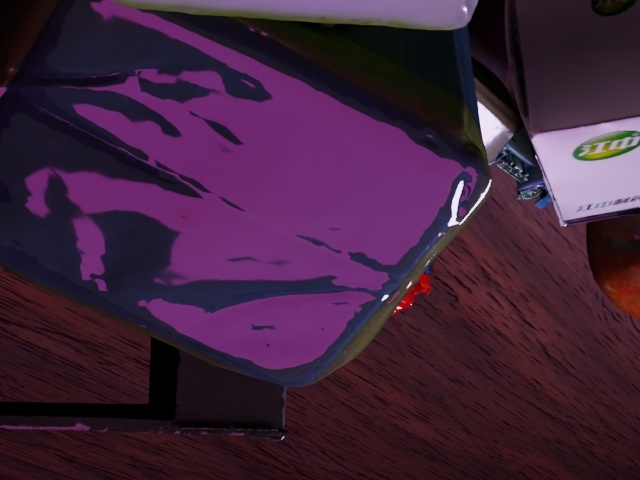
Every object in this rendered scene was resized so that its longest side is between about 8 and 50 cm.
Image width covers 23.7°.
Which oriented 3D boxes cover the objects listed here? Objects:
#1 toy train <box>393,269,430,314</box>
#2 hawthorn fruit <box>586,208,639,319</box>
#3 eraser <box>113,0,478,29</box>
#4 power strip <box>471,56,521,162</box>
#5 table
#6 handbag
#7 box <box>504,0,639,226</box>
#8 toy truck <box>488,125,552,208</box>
[{"bbox_3d":[0.000,0.000,1.396,0.204,0.131,0.082,18,155,-23],"label":"toy train"},{"bbox_3d":[0.346,-0.025,1.317,0.210,0.211,0.262,-20,179,31],"label":"hawthorn fruit"},{"bbox_3d":[-0.023,-0.234,0.639,0.210,0.274,0.092,2,165,-13],"label":"eraser"},{"bbox_3d":[0.037,-0.147,1.036,0.066,0.092,0.387,-43,140,11],"label":"power strip"},{"bbox_3d":[-0.177,0.021,1.175,0.282,0.251,0.196,3,178,-16],"label":"table"},{"bbox_3d":[-0.051,-0.090,0.793,0.263,0.241,0.222,23,124,-14],"label":"handbag"},{"bbox_3d":[0.314,-0.130,1.118,0.332,0.145,0.173,-10,159,13],"label":"box"},{"bbox_3d":[0.171,-0.093,1.287,0.081,0.067,0.175,-25,148,27],"label":"toy truck"}]
